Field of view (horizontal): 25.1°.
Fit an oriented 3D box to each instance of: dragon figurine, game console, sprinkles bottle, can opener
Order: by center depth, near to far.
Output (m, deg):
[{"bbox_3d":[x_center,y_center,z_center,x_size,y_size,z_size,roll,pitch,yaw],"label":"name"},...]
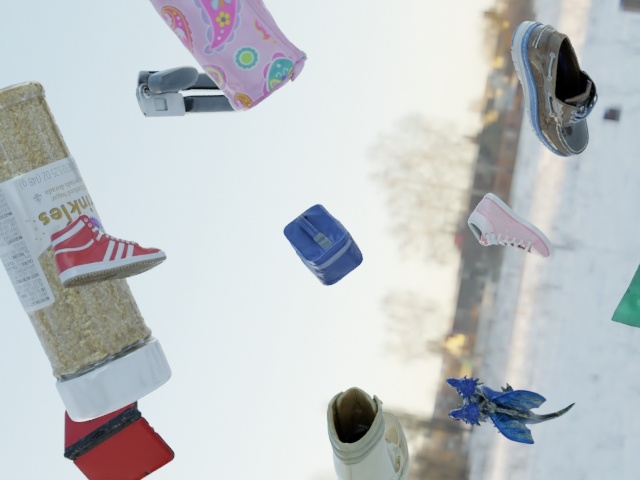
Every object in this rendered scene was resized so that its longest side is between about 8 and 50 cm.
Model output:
[{"bbox_3d":[-0.283,0.012,1.536,0.121,0.121,0.355,-44,-69,-77],"label":"sprinkles bottle"},{"bbox_3d":[-0.278,0.263,1.979,0.085,0.144,0.124,34,-145,-38],"label":"game console"},{"bbox_3d":[0.308,0.278,2.323,0.144,0.289,0.085,11,84,68],"label":"dragon figurine"},{"bbox_3d":[-0.195,-0.245,2.353,0.283,0.095,0.076,-9,-89,-56],"label":"can opener"}]

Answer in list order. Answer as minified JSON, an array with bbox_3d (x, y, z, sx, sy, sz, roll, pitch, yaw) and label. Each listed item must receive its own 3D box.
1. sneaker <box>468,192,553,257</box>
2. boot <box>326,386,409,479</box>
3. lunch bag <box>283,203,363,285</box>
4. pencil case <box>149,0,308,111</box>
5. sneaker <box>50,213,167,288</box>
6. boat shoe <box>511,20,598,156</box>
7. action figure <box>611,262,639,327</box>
[{"bbox_3d":[0.279,-0.005,2.145,0.070,0.134,0.051,-45,-14,-19],"label":"sneaker"},{"bbox_3d":[0.070,0.295,2.169,0.262,0.095,0.204,-67,-28,-54],"label":"boot"},{"bbox_3d":[0.000,0.000,1.791,0.067,0.098,0.065,-38,-46,-6],"label":"lunch bag"},{"bbox_3d":[-0.137,-0.298,1.763,0.284,0.124,0.124,54,-158,-12],"label":"pencil case"},{"bbox_3d":[-0.212,0.005,1.427,0.042,0.118,0.067,-40,67,48],"label":"sneaker"},{"bbox_3d":[0.266,-0.158,1.582,0.066,0.066,0.183,-51,-47,-21],"label":"boat shoe"},{"bbox_3d":[0.411,-0.002,1.530,0.063,0.137,0.232,50,-122,-75],"label":"action figure"}]
